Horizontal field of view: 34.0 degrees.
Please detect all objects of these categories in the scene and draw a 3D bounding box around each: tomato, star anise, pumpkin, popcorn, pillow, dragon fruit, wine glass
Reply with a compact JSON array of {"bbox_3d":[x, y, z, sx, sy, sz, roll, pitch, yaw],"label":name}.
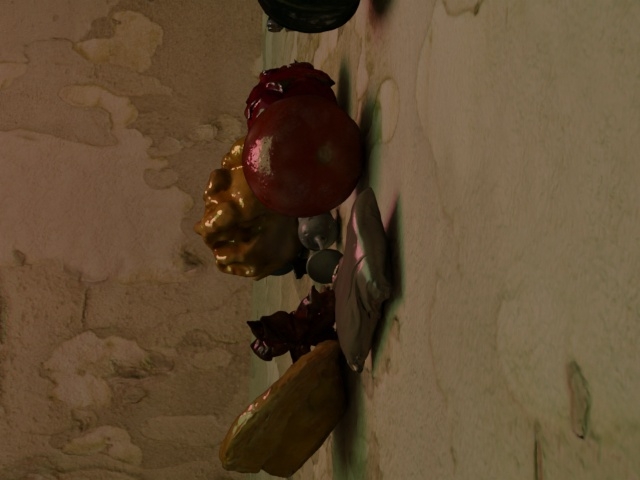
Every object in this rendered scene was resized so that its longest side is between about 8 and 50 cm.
[{"bbox_3d":[-0.032,-0.142,1.772,0.184,0.208,0.208,4,92,62],"label":"tomato"},{"bbox_3d":[-0.042,0.170,1.921,0.196,0.212,0.111,-45,69,45],"label":"star anise"},{"bbox_3d":[0.004,-0.478,1.659,0.300,0.207,0.300,12,-90,-89],"label":"pumpkin"},{"bbox_3d":[-0.128,-0.070,2.226,0.297,0.281,0.316,27,-98,-58],"label":"popcorn"},{"bbox_3d":[0.062,0.066,1.575,0.270,0.067,0.173,104,161,-57],"label":"pillow"},{"bbox_3d":[-0.053,-0.218,2.005,0.193,0.192,0.274,44,-135,-78],"label":"dragon fruit"},{"bbox_3d":[0.000,0.000,1.970,0.195,0.079,0.079,-104,18,-58],"label":"wine glass"}]

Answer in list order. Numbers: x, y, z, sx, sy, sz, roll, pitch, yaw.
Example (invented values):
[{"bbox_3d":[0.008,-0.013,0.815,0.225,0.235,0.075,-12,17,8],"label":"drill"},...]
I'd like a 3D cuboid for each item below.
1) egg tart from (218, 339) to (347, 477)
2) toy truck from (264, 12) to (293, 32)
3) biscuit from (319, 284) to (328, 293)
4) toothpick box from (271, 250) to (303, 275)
[{"bbox_3d":[-0.042,0.314,1.842,0.319,0.128,0.319,-45,-11,-12],"label":"egg tart"},{"bbox_3d":[-0.071,-0.554,2.473,0.191,0.116,0.085,86,-175,-82],"label":"toy truck"},{"bbox_3d":[0.006,0.149,2.112,0.120,0.015,0.120,-179,90,-82],"label":"biscuit"},{"bbox_3d":[-0.092,0.005,2.474,0.184,0.120,0.120,125,147,-68],"label":"toothpick box"}]
